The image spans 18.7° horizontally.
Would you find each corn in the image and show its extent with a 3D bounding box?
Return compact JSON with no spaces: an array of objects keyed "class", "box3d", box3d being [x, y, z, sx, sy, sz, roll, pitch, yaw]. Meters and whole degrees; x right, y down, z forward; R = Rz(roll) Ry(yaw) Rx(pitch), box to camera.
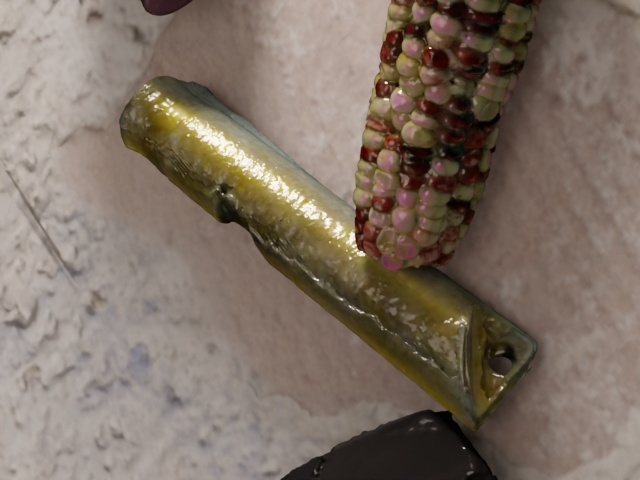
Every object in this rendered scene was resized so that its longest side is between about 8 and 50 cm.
[{"class":"corn","box3d":[0.081,-0.120,1.148,0.092,0.092,0.281,23,109,33]}]

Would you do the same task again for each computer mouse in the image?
[{"class":"computer mouse","box3d":[0.023,0.189,1.208,0.217,0.073,0.122,-30,74,32]}]

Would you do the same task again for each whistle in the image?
[{"class":"whistle","box3d":[0.000,0.000,1.225,0.326,0.057,0.068,38,91,27]}]

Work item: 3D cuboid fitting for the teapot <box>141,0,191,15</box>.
[{"class":"teapot","box3d":[-0.117,-0.224,1.290,0.146,0.148,0.116,43,152,15]}]
